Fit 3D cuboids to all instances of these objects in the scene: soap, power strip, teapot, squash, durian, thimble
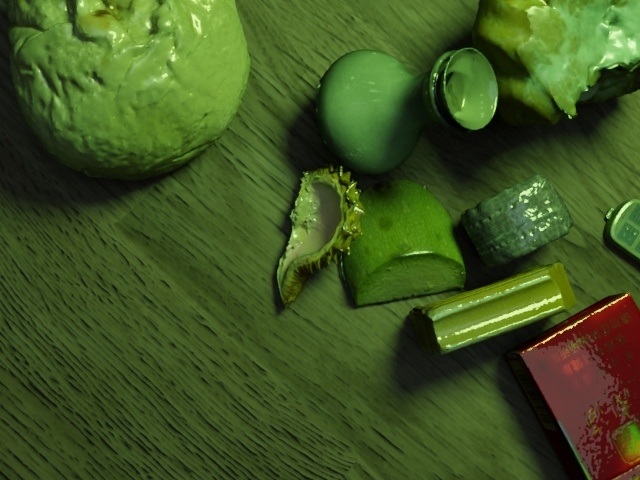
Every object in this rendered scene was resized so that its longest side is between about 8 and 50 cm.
[{"bbox_3d":[0.256,0.096,1.175,0.231,0.140,0.073,-18,90,-8],"label":"soap"},{"bbox_3d":[0.548,0.020,1.271,0.226,0.029,0.080,35,81,-2],"label":"power strip"},{"bbox_3d":[0.118,-0.189,1.126,0.183,0.250,0.184,1,88,-39],"label":"teapot"},{"bbox_3d":[0.123,-0.004,1.199,0.191,0.085,0.184,-10,86,-9],"label":"squash"},{"bbox_3d":[0.004,-0.001,1.187,0.078,0.140,0.224,14,103,-46],"label":"durian"},{"bbox_3d":[0.289,-0.030,1.190,0.150,0.150,0.098,-26,87,-8],"label":"thimble"}]

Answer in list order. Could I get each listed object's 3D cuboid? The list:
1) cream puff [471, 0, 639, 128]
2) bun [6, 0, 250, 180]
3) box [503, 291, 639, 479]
[{"bbox_3d":[0.337,-0.307,1.159,0.323,0.270,0.275,-18,104,-16],"label":"cream puff"},{"bbox_3d":[-0.272,-0.265,1.110,0.349,0.227,0.352,39,83,-3],"label":"bun"},{"bbox_3d":[0.439,0.261,1.198,0.197,0.089,0.313,-27,85,-9],"label":"box"}]
